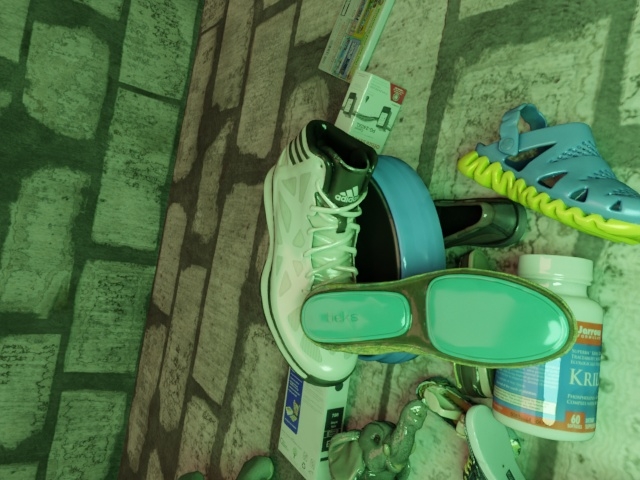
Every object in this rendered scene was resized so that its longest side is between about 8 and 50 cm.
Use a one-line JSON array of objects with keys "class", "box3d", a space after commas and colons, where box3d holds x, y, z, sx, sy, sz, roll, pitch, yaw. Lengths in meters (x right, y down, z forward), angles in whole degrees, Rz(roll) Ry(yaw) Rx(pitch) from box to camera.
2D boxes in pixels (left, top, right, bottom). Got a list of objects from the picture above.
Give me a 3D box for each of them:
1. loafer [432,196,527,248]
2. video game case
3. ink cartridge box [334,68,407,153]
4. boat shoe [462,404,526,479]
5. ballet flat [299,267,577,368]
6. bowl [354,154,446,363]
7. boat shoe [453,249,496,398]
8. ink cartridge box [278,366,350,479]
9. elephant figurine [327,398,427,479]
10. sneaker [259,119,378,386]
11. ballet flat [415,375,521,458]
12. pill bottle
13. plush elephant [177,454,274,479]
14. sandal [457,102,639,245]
[{"class": "loafer", "box3d": [0.200, -0.030, 0.843, 0.302, 0.095, 0.109, -9, 74, 54]}, {"class": "video game case", "box3d": [0.083, -0.511, 1.205, 0.193, 0.023, 0.213, 47, 119, 50]}, {"class": "ink cartridge box", "box3d": [0.103, -0.272, 1.036, 0.063, 0.109, 0.151, 40, 115, 48]}, {"class": "boat shoe", "box3d": [0.230, 0.317, 0.682, 0.083, 0.065, 0.183, -21, 96, 54]}, {"class": "ballet flat", "box3d": [0.143, 0.100, 0.641, 0.348, 0.123, 0.123, -4, 77, 25]}, {"class": "bowl", "box3d": [0.087, 0.036, 0.910, 0.391, 0.077, 0.392, 177, 90, -68]}, {"class": "boat shoe", "box3d": [0.237, 0.129, 0.759, 0.068, 0.081, 0.228, -17, 70, 48]}, {"class": "ink cartridge box", "box3d": [-0.012, 0.338, 1.058, 0.165, 0.065, 0.333, 18, 103, 56]}, {"class": "elephant figurine", "box3d": [0.099, 0.391, 0.846, 0.185, 0.169, 0.240, 1, 75, 21]}, {"class": "sneaker", "box3d": [-0.001, 0.000, 0.794, 0.257, 0.169, 0.448, 126, 138, -60]}, {"class": "ballet flat", "box3d": [0.221, 0.280, 0.759, 0.188, 0.070, 0.070, 26, 103, 55]}, {"class": "pill bottle", "box3d": [0.298, 0.133, 0.633, 0.124, 0.124, 0.222, 0, 83, 55]}, {"class": "plush elephant", "box3d": [-0.214, 0.725, 1.141, 0.330, 0.271, 0.256, -87, -24, -74]}, {"class": "sandal", "box3d": [0.327, -0.101, 0.663, 0.317, 0.126, 0.138, 45, 114, 49]}]
